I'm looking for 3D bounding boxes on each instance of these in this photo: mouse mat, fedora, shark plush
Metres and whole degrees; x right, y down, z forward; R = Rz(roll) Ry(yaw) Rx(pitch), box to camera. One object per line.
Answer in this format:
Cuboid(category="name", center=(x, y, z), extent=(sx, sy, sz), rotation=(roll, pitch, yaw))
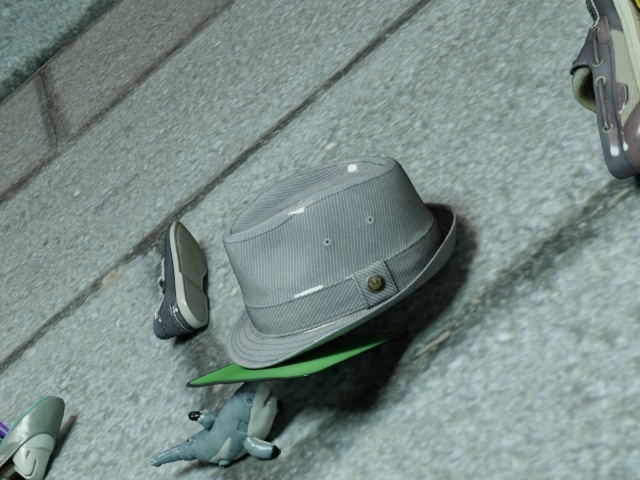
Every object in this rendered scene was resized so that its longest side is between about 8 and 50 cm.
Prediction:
Cuboid(category="mouse mat", center=(-0.023, 0.116, 1.134), extent=(0.189, 0.007, 0.152), rotation=(-10, 6, 45))
Cuboid(category="fedora", center=(0.000, 0.000, 1.166), extent=(0.275, 0.124, 0.244), rotation=(-27, 17, 1))
Cuboid(category="shark plush", center=(-0.105, 0.186, 1.165), extent=(0.161, 0.067, 0.073), rotation=(-22, 34, 33))

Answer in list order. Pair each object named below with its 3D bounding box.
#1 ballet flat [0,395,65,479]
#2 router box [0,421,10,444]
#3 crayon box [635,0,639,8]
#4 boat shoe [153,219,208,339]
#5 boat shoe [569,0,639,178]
Cuboid(category="ballet flat", center=(-0.371, 0.285, 1.388), extent=(0.068, 0.072, 0.213), rotation=(36, 79, 34))
Cuboid(category="router box", center=(-0.486, 0.299, 1.517), extent=(0.179, 0.046, 0.133), rotation=(-7, 44, 48))
Cuboid(category="crayon box", center=(0.343, -0.163, 0.979), extent=(0.081, 0.165, 0.278), rotation=(-31, 29, 20))
Cuboid(category="boat shoe", center=(-0.187, 0.048, 1.459), extent=(0.065, 0.075, 0.206), rotation=(-32, 34, 13))
Cuboid(category="boat shoe", center=(0.289, -0.163, 1.121), extent=(0.092, 0.103, 0.285), rotation=(-26, 37, 19))
